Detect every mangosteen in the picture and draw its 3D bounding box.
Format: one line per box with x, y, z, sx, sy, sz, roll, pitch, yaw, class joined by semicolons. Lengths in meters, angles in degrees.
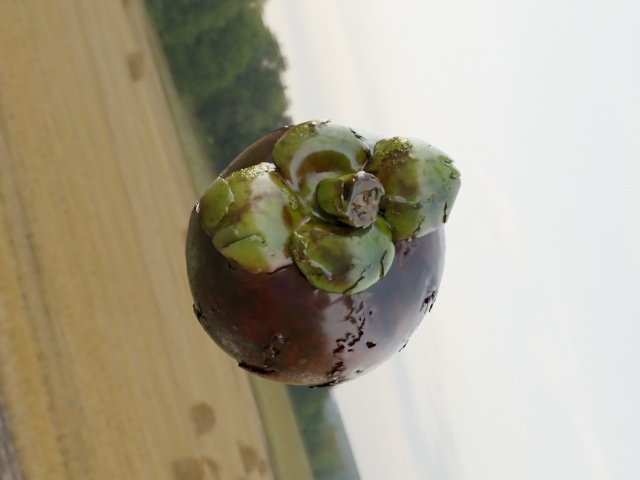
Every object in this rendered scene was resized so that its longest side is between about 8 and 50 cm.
0.000;0.000;0.806;0.180;0.166;0.166;110;-36;-63;mangosteen
